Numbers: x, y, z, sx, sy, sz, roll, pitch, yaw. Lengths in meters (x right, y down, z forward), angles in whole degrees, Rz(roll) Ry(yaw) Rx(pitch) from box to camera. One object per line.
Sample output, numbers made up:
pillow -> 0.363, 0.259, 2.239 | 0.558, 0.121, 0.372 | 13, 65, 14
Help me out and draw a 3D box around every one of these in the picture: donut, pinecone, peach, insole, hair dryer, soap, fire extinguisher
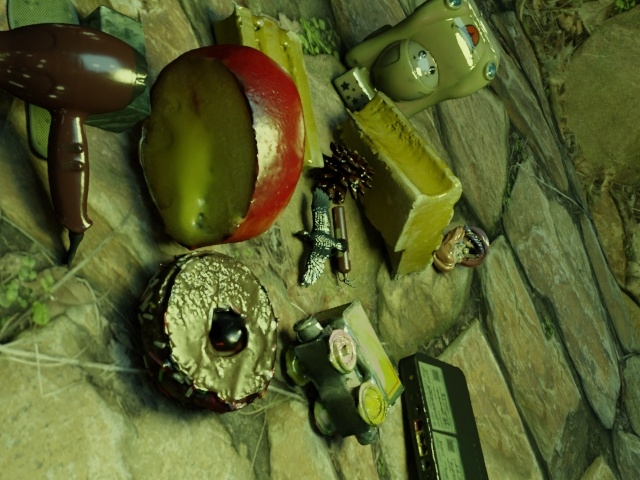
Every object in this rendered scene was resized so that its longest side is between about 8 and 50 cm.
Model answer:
donut -> -0.175, 0.145, 1.183 | 0.269, 0.103, 0.270 | 24, 57, -42
pinecone -> 0.044, -0.138, 1.585 | 0.140, 0.140, 0.121 | 43, 81, -32
peach -> -0.164, -0.146, 1.214 | 0.281, 0.281, 0.339 | 40, 54, -34
insole -> -0.413, -0.272, 1.133 | 0.109, 0.007, 0.323 | -2, 75, -32
hair dryer -> -0.399, -0.129, 1.029 | 0.312, 0.123, 0.341 | -2, 97, -24
soap -> 0.153, -0.123, 1.726 | 0.169, 0.305, 0.339 | -16, 55, -26
soap -> -0.107, -0.293, 1.496 | 0.199, 0.091, 0.315 | 6, 69, -50
fire extinguisher -> 0.039, 0.016, 1.564 | 0.035, 0.048, 0.173 | 26, 56, -67

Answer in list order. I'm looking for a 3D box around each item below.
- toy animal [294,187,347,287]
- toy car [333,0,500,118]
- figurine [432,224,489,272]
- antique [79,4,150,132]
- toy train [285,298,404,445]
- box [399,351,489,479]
toy animal -> 0.000, 0.000, 1.510 | 0.108, 0.062, 0.220 | 33, 55, -40
toy car -> 0.227, -0.420, 1.777 | 0.242, 0.335, 0.226 | 57, 39, -16
figurine -> 0.347, 0.025, 1.924 | 0.156, 0.126, 0.114 | -18, 48, -19
antique -> -0.337, -0.278, 1.192 | 0.086, 0.088, 0.183 | 12, 64, -50
toy train -> 0.048, 0.244, 1.391 | 0.177, 0.134, 0.261 | -39, 105, -53
box -> 0.275, 0.429, 1.625 | 0.211, 0.058, 0.350 | 25, 47, -41
